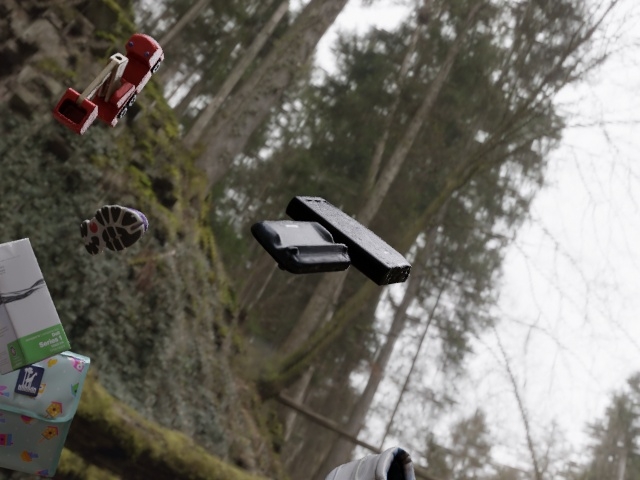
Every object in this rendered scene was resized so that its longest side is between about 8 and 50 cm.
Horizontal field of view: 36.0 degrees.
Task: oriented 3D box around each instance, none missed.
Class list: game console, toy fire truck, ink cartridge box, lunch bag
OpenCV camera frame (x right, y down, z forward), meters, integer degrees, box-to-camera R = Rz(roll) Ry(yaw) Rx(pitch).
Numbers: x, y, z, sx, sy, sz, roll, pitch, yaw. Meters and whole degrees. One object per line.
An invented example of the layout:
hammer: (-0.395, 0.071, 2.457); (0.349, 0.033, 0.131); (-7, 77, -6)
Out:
game console: (0.000, 0.000, 1.572); (0.213, 0.361, 0.044); (38, -73, 23)
toy fire truck: (-0.297, -0.226, 1.405); (0.047, 0.192, 0.135); (33, -12, 3)
ink cartridge box: (-0.557, 0.121, 1.792); (0.160, 0.092, 0.219); (-22, -92, 54)
lunch bag: (-0.601, 0.319, 1.975); (0.223, 0.160, 0.262); (18, -71, -17)

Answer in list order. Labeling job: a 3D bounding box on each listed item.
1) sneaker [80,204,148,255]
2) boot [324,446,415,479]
sneaker: (-0.294, -0.024, 1.441); (0.170, 0.071, 0.068); (-9, -75, 55)
boot: (0.052, 0.361, 1.207); (0.123, 0.258, 0.095); (-35, -65, 30)
